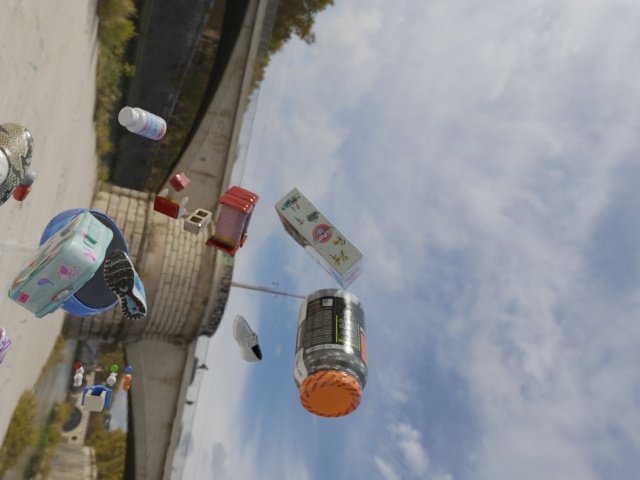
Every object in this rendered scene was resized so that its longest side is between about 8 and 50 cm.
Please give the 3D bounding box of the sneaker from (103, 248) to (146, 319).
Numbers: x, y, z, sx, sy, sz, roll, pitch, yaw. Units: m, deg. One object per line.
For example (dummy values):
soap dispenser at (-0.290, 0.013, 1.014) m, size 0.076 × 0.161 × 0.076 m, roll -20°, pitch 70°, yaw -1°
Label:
sneaker at (-0.426, 0.093, 1.129) m, size 0.073 × 0.063 × 0.162 m, roll -119°, pitch -161°, yaw -66°

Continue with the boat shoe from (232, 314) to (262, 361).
boat shoe at (-0.212, 0.294, 1.523) m, size 0.066 × 0.063 × 0.184 m, roll -60°, pitch 149°, yaw -53°

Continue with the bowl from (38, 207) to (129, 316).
bowl at (-0.826, 0.075, 1.843) m, size 0.391 × 0.077 × 0.391 m, roll -8°, pitch 90°, yaw -74°

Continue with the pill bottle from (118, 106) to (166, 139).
pill bottle at (-0.631, -0.416, 1.822) m, size 0.087 × 0.160 × 0.087 m, roll -2°, pitch -94°, yaw 23°

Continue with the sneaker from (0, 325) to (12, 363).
sneaker at (-1.016, 0.370, 1.535) m, size 0.236 × 0.095 × 0.104 m, roll -56°, pitch 165°, yaw -24°

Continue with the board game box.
board game box at (0.000, 0.000, 1.630) m, size 0.097 × 0.303 × 0.224 m, roll -43°, pitch 164°, yaw -8°

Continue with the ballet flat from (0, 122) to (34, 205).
ballet flat at (-0.954, -0.118, 1.369) m, size 0.482 × 0.164 × 0.182 m, roll -53°, pitch -166°, yaw -8°

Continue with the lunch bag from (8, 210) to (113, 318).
lunch bag at (-0.616, 0.050, 1.249) m, size 0.224 × 0.108 × 0.279 m, roll -38°, pitch -152°, yaw 2°

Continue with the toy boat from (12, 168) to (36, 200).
toy boat at (-1.227, -0.310, 2.018) m, size 0.318 × 0.267 × 0.148 m, roll 49°, pitch -60°, yaw 9°

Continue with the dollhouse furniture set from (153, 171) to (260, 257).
dollhouse furniture set at (-0.428, -0.117, 1.859) m, size 0.152 × 0.374 × 0.201 m, roll -62°, pitch 173°, yaw -59°

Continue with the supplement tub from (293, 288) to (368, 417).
supplement tub at (0.031, 0.315, 1.476) m, size 0.338 × 0.207 × 0.207 m, roll -86°, pitch -160°, yaw -54°

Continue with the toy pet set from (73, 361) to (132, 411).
toy pet set at (-0.496, 0.327, 1.173) m, size 0.065 × 0.122 × 0.114 m, roll -155°, pitch -105°, yaw -78°
